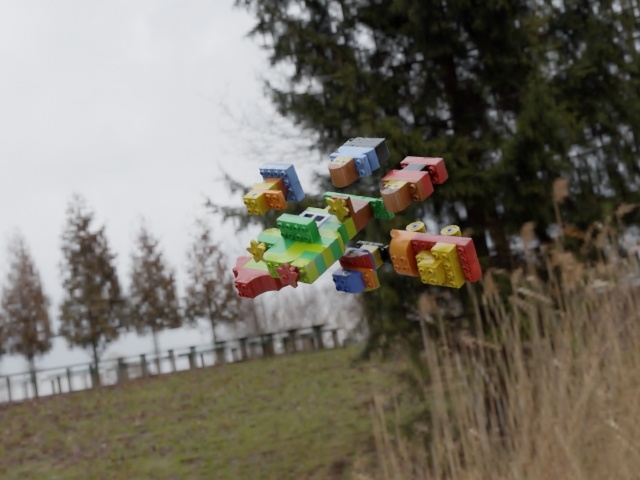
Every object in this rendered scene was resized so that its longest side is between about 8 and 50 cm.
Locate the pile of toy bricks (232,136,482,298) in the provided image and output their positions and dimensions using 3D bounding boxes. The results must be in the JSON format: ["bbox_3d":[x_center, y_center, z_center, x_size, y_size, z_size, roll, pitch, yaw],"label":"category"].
[{"bbox_3d":[0.000,0.000,0.733,0.212,0.118,0.105,6,37,42],"label":"pile of toy bricks"}]
